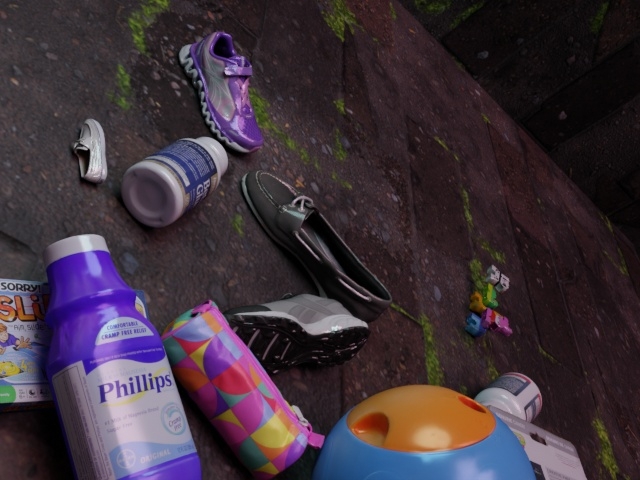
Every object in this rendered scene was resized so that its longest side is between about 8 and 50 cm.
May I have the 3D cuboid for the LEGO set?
[{"bbox_3d":[0.396,0.166,1.559,0.093,0.087,0.227,35,34,-4],"label":"LEGO set"}]

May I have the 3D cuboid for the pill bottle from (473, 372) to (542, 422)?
[{"bbox_3d":[0.358,0.333,1.338,0.180,0.108,0.108,-10,69,-56],"label":"pill bottle"}]

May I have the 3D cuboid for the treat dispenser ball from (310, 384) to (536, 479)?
[{"bbox_3d":[0.128,0.328,0.861,0.288,0.288,0.288,34,38,-31],"label":"treat dispenser ball"}]

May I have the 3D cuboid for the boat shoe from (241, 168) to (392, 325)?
[{"bbox_3d":[0.000,0.000,1.172,0.335,0.095,0.112,54,32,-4],"label":"boat shoe"}]

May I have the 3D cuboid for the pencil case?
[{"bbox_3d":[-0.104,0.187,0.861,0.236,0.104,0.104,51,32,-6],"label":"pencil case"}]

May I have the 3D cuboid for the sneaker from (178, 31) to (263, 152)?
[{"bbox_3d":[-0.159,-0.268,1.199,0.095,0.104,0.236,-12,72,-58],"label":"sneaker"}]

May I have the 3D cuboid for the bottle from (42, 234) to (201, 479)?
[{"bbox_3d":[-0.214,0.133,0.696,0.118,0.092,0.283,-1,65,-52],"label":"bottle"}]

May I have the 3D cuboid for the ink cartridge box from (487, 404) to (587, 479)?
[{"bbox_3d":[0.363,0.470,1.199,0.309,0.130,0.272,31,38,-35],"label":"ink cartridge box"}]

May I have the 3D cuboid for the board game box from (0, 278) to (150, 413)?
[{"bbox_3d":[-0.275,0.115,0.754,0.201,0.035,0.136,10,54,-49],"label":"board game box"}]

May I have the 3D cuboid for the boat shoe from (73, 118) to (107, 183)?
[{"bbox_3d":[-0.315,-0.124,0.923,0.035,0.035,0.100,14,57,-51],"label":"boat shoe"}]

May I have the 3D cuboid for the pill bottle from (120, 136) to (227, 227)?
[{"bbox_3d":[-0.202,-0.093,0.987,0.094,0.094,0.169,51,32,-8],"label":"pill bottle"}]

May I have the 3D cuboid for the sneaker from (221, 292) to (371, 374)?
[{"bbox_3d":[-0.049,0.128,1.010,0.271,0.100,0.108,9,30,-46],"label":"sneaker"}]
